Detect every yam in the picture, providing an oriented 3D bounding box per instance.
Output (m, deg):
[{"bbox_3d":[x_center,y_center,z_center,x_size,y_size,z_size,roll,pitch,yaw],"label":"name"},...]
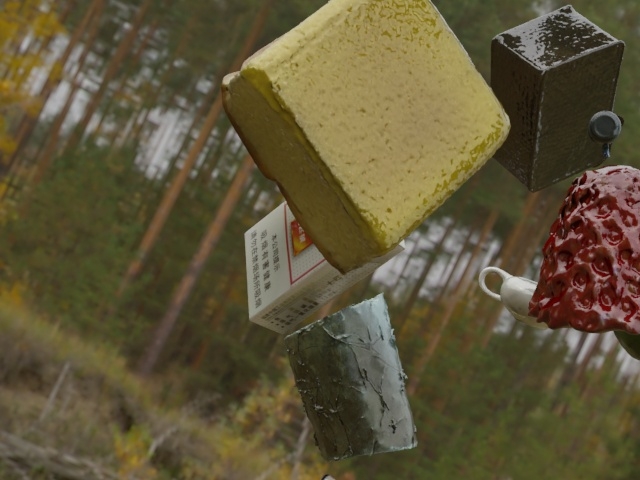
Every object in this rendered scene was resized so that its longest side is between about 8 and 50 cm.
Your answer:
[{"bbox_3d":[0.070,0.301,2.594,0.241,0.348,0.241,-15,-13,-3],"label":"yam"}]

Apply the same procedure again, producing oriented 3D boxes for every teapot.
[{"bbox_3d":[0.439,-0.164,1.846,0.063,0.049,0.083,55,10,9],"label":"teapot"},{"bbox_3d":[0.407,0.115,2.326,0.226,0.092,0.145,20,3,19],"label":"teapot"}]

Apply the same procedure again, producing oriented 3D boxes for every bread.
[{"bbox_3d":[0.069,-0.174,1.653,0.323,0.333,0.143,55,-30,-11],"label":"bread"}]

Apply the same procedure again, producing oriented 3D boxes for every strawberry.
[{"bbox_3d":[0.342,0.007,1.342,0.234,0.178,0.234,-7,12,1],"label":"strawberry"}]

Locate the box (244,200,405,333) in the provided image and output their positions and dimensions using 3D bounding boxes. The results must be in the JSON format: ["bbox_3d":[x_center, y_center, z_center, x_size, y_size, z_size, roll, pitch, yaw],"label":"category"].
[{"bbox_3d":[0.000,0.000,2.208,0.095,0.330,0.210,27,42,-35],"label":"box"}]

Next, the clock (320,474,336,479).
[{"bbox_3d":[-0.014,0.534,2.364,0.063,0.155,0.229,37,-26,11],"label":"clock"}]

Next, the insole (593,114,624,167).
[{"bbox_3d":[0.523,-0.182,2.229,0.045,0.002,0.135,18,-43,-3],"label":"insole"}]

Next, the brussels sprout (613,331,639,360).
[{"bbox_3d":[0.484,0.084,1.681,0.162,0.180,0.144,8,-17,13],"label":"brussels sprout"}]

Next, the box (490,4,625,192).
[{"bbox_3d":[0.403,-0.245,2.115,0.143,0.184,0.273,47,-28,40],"label":"box"}]
